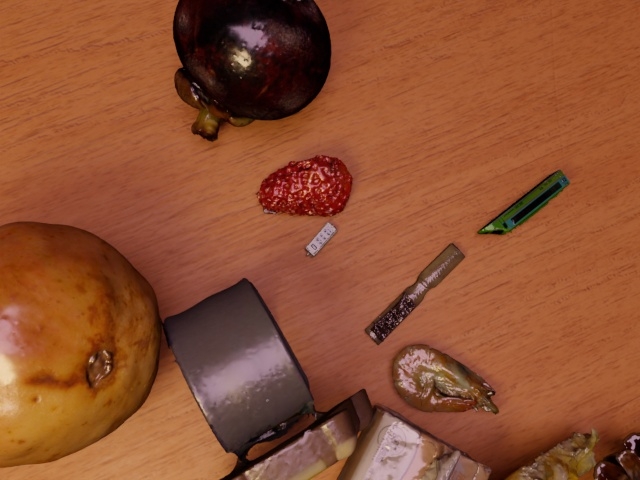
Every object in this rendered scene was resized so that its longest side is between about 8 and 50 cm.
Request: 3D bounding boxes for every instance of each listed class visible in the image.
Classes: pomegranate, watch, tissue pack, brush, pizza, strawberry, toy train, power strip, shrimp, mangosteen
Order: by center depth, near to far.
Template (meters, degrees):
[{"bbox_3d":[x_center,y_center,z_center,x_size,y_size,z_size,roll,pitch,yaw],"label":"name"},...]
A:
[{"bbox_3d":[-0.452,0.151,0.960,0.410,0.410,0.410,1,79,-4],"label":"pomegranate"},{"bbox_3d":[-0.107,0.225,0.970,0.314,0.335,0.327,-30,77,-9],"label":"watch"},{"bbox_3d":[0.125,0.459,1.005,0.238,0.238,0.305,30,78,1],"label":"tissue pack"},{"bbox_3d":[0.385,0.404,1.037,0.287,0.280,0.075,-24,60,-19],"label":"pizza"},{"bbox_3d":[-0.125,-0.349,1.124,0.297,0.293,0.297,6,53,-8],"label":"mangosteen"},{"bbox_3d":[0.231,0.274,1.137,0.217,0.051,0.115,27,85,0],"label":"shrimp"},{"bbox_3d":[-0.027,-0.099,1.171,0.188,0.082,0.121,-14,84,-10],"label":"strawberry"},{"bbox_3d":[0.186,0.100,1.172,0.248,0.036,0.043,-43,90,-10],"label":"brush"},{"bbox_3d":[0.000,0.000,1.186,0.027,0.017,0.083,40,78,5],"label":"power strip"},{"bbox_3d":[0.404,-0.061,1.214,0.209,0.044,0.042,-37,86,-9],"label":"toy train"}]

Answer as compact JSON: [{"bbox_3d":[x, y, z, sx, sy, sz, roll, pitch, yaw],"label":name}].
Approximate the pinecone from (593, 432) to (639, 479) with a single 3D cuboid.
[{"bbox_3d":[0.604,0.470,1.024,0.296,0.242,0.298,40,65,-27],"label":"pinecone"}]
